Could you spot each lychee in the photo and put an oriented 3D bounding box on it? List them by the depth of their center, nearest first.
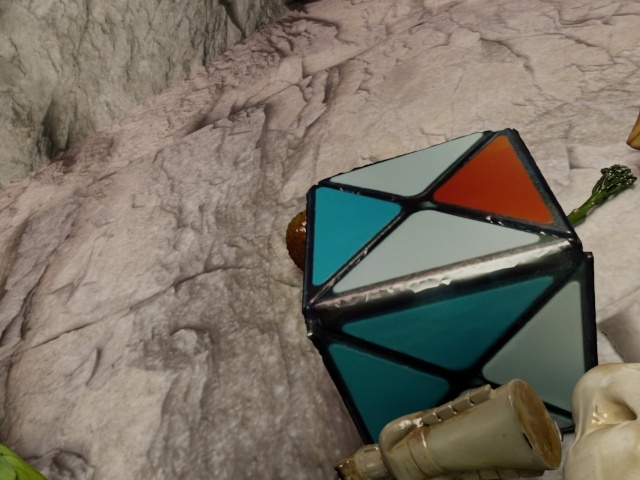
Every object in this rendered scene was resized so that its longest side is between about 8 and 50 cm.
[{"bbox_3d":[0.000,0.000,0.926,0.114,0.114,0.146,-17,11,8],"label":"lychee"}]

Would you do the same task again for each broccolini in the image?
[{"bbox_3d":[0.376,-0.040,0.838,0.218,0.042,0.044,-41,9,-20],"label":"broccolini"}]

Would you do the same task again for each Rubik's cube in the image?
[{"bbox_3d":[0.134,0.058,0.633,0.246,0.248,0.250,-16,33,11],"label":"Rubik's cube"}]

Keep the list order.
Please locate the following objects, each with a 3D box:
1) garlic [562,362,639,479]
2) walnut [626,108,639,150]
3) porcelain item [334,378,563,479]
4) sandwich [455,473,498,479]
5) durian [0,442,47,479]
[{"bbox_3d":[0.274,0.192,0.400,0.184,0.203,0.281,-38,34,10],"label":"garlic"},{"bbox_3d":[0.568,-0.182,0.784,0.297,0.203,0.203,-25,30,16],"label":"walnut"},{"bbox_3d":[0.100,0.186,0.522,0.213,0.084,0.054,-33,-5,39],"label":"porcelain item"},{"bbox_3d":[0.122,0.271,0.448,0.122,0.128,0.235,-15,-10,11],"label":"sandwich"},{"bbox_3d":[-0.350,0.314,0.648,0.101,0.139,0.250,-39,35,-16],"label":"durian"}]
